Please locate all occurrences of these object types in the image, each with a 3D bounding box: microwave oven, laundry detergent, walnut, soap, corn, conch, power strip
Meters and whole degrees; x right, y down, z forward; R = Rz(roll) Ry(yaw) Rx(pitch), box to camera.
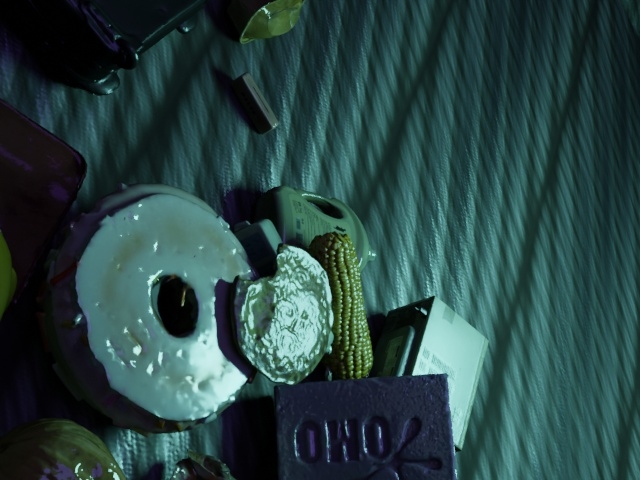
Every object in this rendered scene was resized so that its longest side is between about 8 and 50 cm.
[{"bbox_3d":[0.183,0.251,1.809,0.194,0.145,0.241,37,53,-21],"label":"microwave oven"},{"bbox_3d":[0.000,0.000,1.783,0.253,0.091,0.181,13,64,-37],"label":"laundry detergent"},{"bbox_3d":[-0.346,0.343,1.264,0.228,0.228,0.228,17,63,-36],"label":"walnut"},{"bbox_3d":[0.074,0.370,1.588,0.296,0.107,0.286,-6,74,1],"label":"soap"},{"bbox_3d":[0.029,0.116,1.699,0.106,0.106,0.293,-31,120,-44],"label":"corn"},{"bbox_3d":[-0.153,0.407,1.460,0.207,0.130,0.155,56,33,4],"label":"conch"},{"bbox_3d":[-0.080,0.092,1.657,0.270,0.118,0.046,61,27,-4],"label":"power strip"}]

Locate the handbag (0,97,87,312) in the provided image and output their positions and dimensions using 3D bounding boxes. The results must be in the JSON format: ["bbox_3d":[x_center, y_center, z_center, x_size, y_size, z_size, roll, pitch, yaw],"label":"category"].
[{"bbox_3d":[-0.490,-0.070,1.385,0.260,0.084,0.276,35,54,-27],"label":"handbag"}]

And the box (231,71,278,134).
[{"bbox_3d":[-0.122,-0.252,1.805,0.025,0.048,0.115,-37,100,-40],"label":"box"}]

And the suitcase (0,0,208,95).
[{"bbox_3d":[-0.352,-0.449,1.584,0.339,0.188,0.345,53,49,-14],"label":"suitcase"}]

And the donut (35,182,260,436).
[{"bbox_3d":[-0.253,0.105,1.466,0.382,0.142,0.383,16,67,-42],"label":"donut"}]

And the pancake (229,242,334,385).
[{"bbox_3d":[-0.055,0.117,1.545,0.235,0.029,0.212,-30,104,-47],"label":"pancake"}]

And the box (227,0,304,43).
[{"bbox_3d":[-0.098,-0.439,1.867,0.177,0.111,0.111,-35,97,-43],"label":"box"}]

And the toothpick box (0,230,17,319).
[{"bbox_3d":[-0.553,0.029,1.061,0.425,0.409,0.409,40,51,-20],"label":"toothpick box"}]
